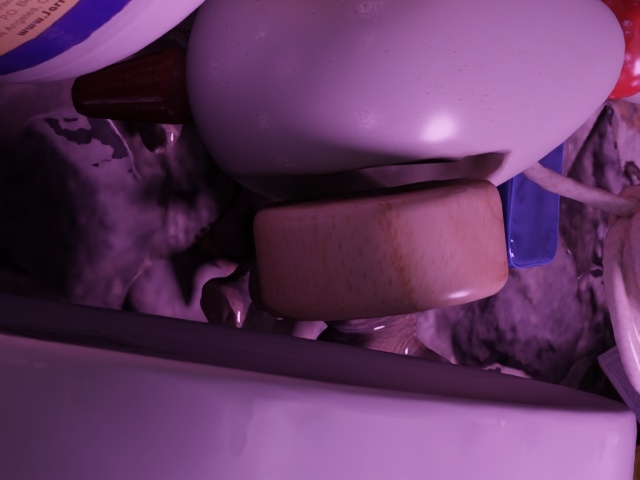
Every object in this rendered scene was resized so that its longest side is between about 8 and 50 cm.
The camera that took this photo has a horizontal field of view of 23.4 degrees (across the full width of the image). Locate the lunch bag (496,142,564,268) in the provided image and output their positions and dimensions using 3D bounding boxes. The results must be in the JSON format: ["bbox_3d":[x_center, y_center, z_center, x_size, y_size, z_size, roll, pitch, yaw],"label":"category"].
[{"bbox_3d":[0.080,-0.027,0.775,0.067,0.065,0.098,-1,96,-60],"label":"lunch bag"}]

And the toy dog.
[{"bbox_3d":[0.037,-0.064,0.600,0.334,0.161,0.220,20,75,-55],"label":"toy dog"}]

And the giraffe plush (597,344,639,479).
[{"bbox_3d":[0.237,0.180,0.919,0.170,0.181,0.210,42,33,-51],"label":"giraffe plush"}]

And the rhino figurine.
[{"bbox_3d":[0.000,0.000,0.692,0.106,0.073,0.243,-34,117,-35],"label":"rhino figurine"}]

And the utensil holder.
[{"bbox_3d":[-0.076,0.217,0.481,0.328,0.328,0.385,10,88,-45],"label":"utensil holder"}]

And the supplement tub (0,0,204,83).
[{"bbox_3d":[-0.177,-0.180,0.375,0.331,0.241,0.241,10,90,-44],"label":"supplement tub"}]
